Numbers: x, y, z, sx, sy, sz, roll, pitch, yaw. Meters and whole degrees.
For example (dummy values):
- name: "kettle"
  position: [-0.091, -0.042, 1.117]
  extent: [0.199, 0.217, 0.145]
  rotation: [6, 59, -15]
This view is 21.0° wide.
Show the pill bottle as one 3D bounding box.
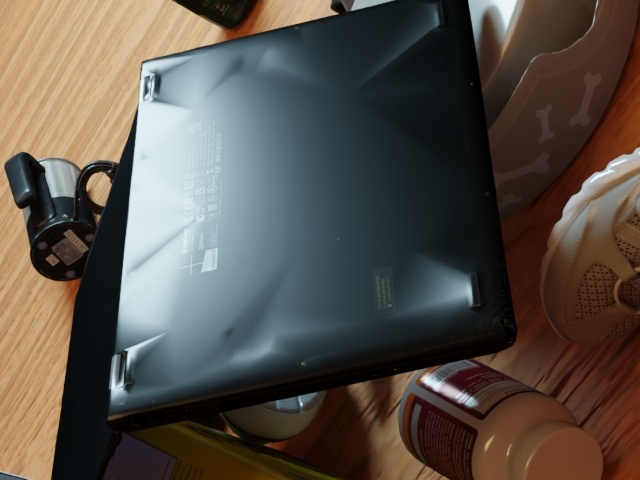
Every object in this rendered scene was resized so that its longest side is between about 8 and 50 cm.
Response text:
- name: "pill bottle"
  position: [0.125, 0.139, 1.200]
  extent: [0.152, 0.086, 0.086]
  rotation: [25, 93, 60]

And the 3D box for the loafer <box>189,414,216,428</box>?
- name: "loafer"
  position: [-0.137, 0.168, 1.607]
  extent: [0.078, 0.076, 0.223]
  rotation: [-20, 59, 43]

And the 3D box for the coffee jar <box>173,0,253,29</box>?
- name: "coffee jar"
  position: [-0.154, -0.298, 1.810]
  extent: [0.096, 0.184, 0.079]
  rotation: [-59, 32, 16]

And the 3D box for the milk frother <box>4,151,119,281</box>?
- name: "milk frother"
  position: [-0.276, -0.051, 1.961]
  extent: [0.143, 0.129, 0.135]
  rotation: [-20, 40, -4]

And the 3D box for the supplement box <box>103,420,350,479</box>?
- name: "supplement box"
  position: [-0.055, 0.260, 1.306]
  extent: [0.356, 0.195, 0.194]
  rotation: [13, 82, 59]

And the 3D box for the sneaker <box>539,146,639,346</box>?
- name: "sneaker"
  position: [0.245, -0.008, 1.082]
  extent: [0.281, 0.105, 0.115]
  rotation: [-45, 39, 35]

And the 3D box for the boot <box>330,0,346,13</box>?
- name: "boot"
  position: [0.086, -0.321, 1.572]
  extent: [0.246, 0.083, 0.161]
  rotation: [-41, 51, 41]

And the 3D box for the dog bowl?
- name: "dog bowl"
  position: [0.115, -0.166, 1.387]
  extent: [0.349, 0.102, 0.349]
  rotation: [-34, 46, 43]

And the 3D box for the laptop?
- name: "laptop"
  position: [-0.051, 0.054, 1.270]
  extent: [0.408, 0.236, 0.382]
  rotation: [-13, 41, 10]

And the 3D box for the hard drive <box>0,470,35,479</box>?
- name: "hard drive"
  position: [-0.408, 0.354, 1.766]
  extent: [0.339, 0.237, 0.064]
  rotation: [-49, 36, 31]

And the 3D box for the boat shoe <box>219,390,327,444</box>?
- name: "boat shoe"
  position: [-0.059, 0.103, 1.490]
  extent: [0.302, 0.109, 0.094]
  rotation: [-100, 34, -66]
